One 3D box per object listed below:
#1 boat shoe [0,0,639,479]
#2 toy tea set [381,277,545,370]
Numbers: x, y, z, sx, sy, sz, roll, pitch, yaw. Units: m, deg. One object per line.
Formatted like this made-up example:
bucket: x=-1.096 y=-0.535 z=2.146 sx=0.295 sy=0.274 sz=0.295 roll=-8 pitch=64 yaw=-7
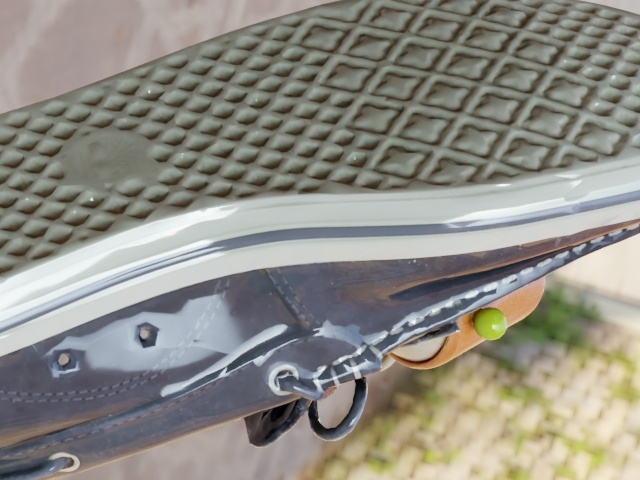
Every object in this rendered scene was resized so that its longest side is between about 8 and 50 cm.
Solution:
boat shoe: x=-0.026 y=0.003 z=0.975 sx=0.187 sy=0.500 sz=0.156 roll=-116 pitch=-167 yaw=-48
toy tea set: x=0.000 y=0.000 z=1.266 sx=0.124 sy=0.336 sz=0.200 roll=-16 pitch=85 yaw=-36
